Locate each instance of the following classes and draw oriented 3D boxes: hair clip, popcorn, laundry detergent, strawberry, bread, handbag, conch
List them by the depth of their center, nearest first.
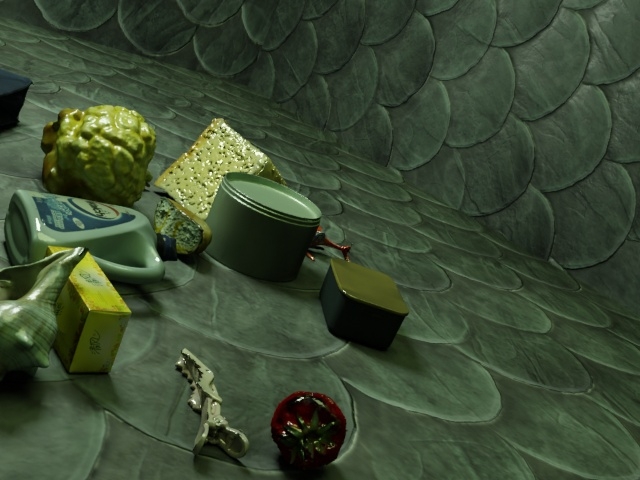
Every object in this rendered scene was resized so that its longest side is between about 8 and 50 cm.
[{"bbox_3d":[-0.375,0.103,0.876,0.137,0.114,0.234,7,30,-2],"label":"conch"},{"bbox_3d":[-0.015,0.244,0.947,0.106,0.106,0.106,21,16,-7],"label":"strawberry"},{"bbox_3d":[-0.147,0.209,0.969,0.072,0.034,0.226,20,14,-24],"label":"hair clip"},{"bbox_3d":[-0.352,0.008,1.202,0.280,0.105,0.215,13,19,-37],"label":"laundry detergent"},{"bbox_3d":[-0.269,-0.024,1.455,0.157,0.083,0.094,33,16,23],"label":"bread"},{"bbox_3d":[-0.458,-0.173,1.479,0.251,0.206,0.237,13,30,7],"label":"popcorn"},{"bbox_3d":[-0.834,-0.340,1.612,0.303,0.122,0.329,22,15,-9],"label":"handbag"},{"bbox_3d":[-0.221,-0.102,1.810,0.248,0.279,0.315,35,-23,33],"label":"bread"}]

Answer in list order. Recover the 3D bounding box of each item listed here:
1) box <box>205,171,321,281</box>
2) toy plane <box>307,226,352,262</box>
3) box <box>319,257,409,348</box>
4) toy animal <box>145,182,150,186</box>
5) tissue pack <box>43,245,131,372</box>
[{"bbox_3d":[-0.125,-0.031,1.556,0.226,0.149,0.226,22,16,-7],"label":"box"},{"bbox_3d":[0.001,0.004,1.769,0.194,0.077,0.126,30,23,-12],"label":"toy plane"},{"bbox_3d":[0.078,0.123,1.451,0.144,0.090,0.201,19,17,-14],"label":"box"},{"bbox_3d":[-0.434,-0.166,1.659,0.137,0.098,0.098,10,21,-41],"label":"toy animal"},{"bbox_3d":[-0.326,0.090,0.989,0.062,0.095,0.176,10,21,-41],"label":"tissue pack"}]
